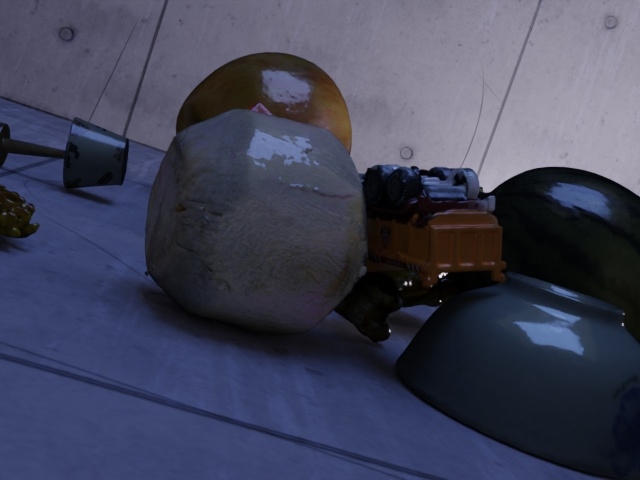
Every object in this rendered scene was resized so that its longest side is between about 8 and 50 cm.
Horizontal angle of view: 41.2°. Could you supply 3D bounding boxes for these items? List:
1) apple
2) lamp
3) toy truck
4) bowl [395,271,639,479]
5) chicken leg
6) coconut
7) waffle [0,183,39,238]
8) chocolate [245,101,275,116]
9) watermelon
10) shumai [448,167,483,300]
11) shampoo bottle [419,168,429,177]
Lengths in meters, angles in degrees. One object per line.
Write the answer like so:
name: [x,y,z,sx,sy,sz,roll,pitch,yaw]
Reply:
apple: [-0.123,-0.217,1.843,0.347,0.391,0.391,-5,18,-29]
lamp: [-0.431,-0.148,1.412,0.215,0.121,0.121,9,7,-6]
toy truck: [0.091,-0.019,0.963,0.114,0.135,0.270,-1,7,-25]
bowl: [0.238,0.121,0.903,0.289,0.146,0.289,19,6,-2]
chicken leg: [0.076,0.037,1.191,0.212,0.140,0.361,9,7,27]
coconut: [-0.053,-0.016,0.878,0.230,0.227,0.227,10,9,-23]
waffle: [-0.416,-0.051,0.876,0.229,0.051,0.232,14,8,-43]
chocolate: [-0.071,-0.089,1.373,0.235,0.108,0.237,42,-14,4]
watermelon: [0.330,0.048,1.130,0.359,0.279,0.279,42,4,-6]
shumai: [0.294,-0.010,1.743,0.304,0.263,0.309,17,6,2]
shampoo bottle: [0.197,-0.052,1.929,0.102,0.260,0.064,15,48,-6]
